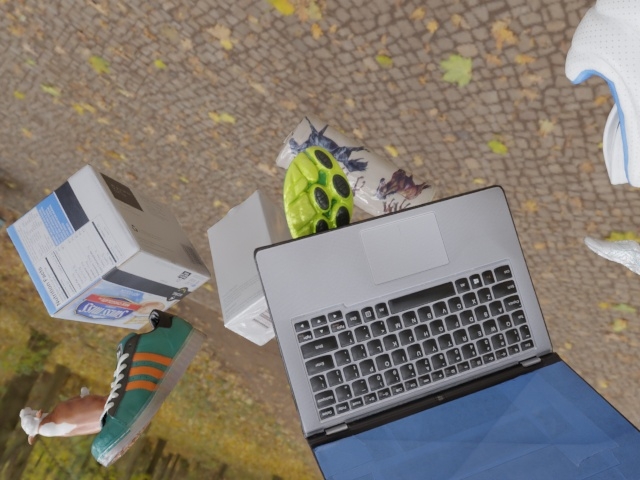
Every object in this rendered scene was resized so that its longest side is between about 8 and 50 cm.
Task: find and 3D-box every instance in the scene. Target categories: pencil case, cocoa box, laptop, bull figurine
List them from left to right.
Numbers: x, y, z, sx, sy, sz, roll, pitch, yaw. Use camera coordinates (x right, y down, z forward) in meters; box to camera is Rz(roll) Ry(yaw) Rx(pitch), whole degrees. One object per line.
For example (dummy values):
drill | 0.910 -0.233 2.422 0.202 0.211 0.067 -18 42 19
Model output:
bull figurine | -0.625 0.454 1.734 0.310 0.101 0.188 -5 -168 5
cocoa box | -0.446 0.031 1.427 0.231 0.228 0.347 55 -175 18
pencil case | 0.086 -0.175 1.678 0.410 0.160 0.183 29 177 0
laptop | 0.165 0.145 0.800 0.382 0.408 0.236 -15 176 -14

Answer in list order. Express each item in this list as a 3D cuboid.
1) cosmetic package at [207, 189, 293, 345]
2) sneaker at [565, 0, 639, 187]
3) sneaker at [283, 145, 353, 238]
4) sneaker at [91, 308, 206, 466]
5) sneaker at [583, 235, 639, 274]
cosmetic package | -0.172 0.069 1.826 0.217 0.385 0.156 -35 133 18
sneaker | 0.332 -0.097 0.464 0.323 0.130 0.236 35 130 -18
sneaker | 0.000 0.000 1.017 0.123 0.109 0.296 -146 39 -64
sneaker | -0.312 0.237 1.104 0.121 0.302 0.108 35 127 -4
sneaker | 0.636 0.020 1.384 0.152 0.061 0.053 27 -166 20
